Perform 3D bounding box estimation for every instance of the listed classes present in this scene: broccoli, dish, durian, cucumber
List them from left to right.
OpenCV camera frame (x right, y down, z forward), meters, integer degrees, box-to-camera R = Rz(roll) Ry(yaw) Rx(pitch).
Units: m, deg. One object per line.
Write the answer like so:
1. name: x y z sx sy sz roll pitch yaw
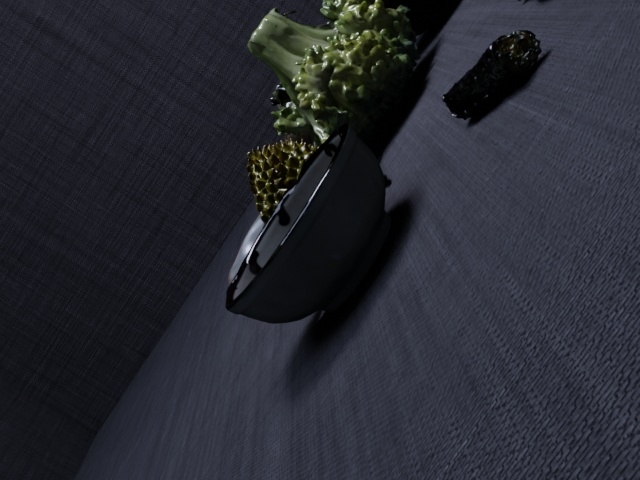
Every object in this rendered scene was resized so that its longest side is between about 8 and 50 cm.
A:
1. dish: -0.090 0.001 1.942 0.229 0.081 0.229 -55 12 18
2. durian: -0.014 -0.041 1.481 0.137 0.237 0.193 -15 -8 7
3. dish: 0.000 0.000 1.260 0.303 0.120 0.303 -55 8 12
4. broccoli: 0.005 -0.284 1.751 0.293 0.281 0.348 -50 9 34
5. cucumber: 0.184 -0.178 1.118 0.053 0.053 0.181 -60 6 -20

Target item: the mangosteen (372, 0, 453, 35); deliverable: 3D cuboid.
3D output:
1. mangosteen: 0.132 -0.527 1.936 0.288 0.288 0.288 -55 8 12

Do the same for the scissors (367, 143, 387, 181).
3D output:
1. scissors: 0.075 -0.100 1.555 0.109 0.022 0.300 -61 9 1

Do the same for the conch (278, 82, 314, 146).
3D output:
1. conch: -0.007 -0.241 2.143 0.210 0.158 0.291 -113 18 -70
